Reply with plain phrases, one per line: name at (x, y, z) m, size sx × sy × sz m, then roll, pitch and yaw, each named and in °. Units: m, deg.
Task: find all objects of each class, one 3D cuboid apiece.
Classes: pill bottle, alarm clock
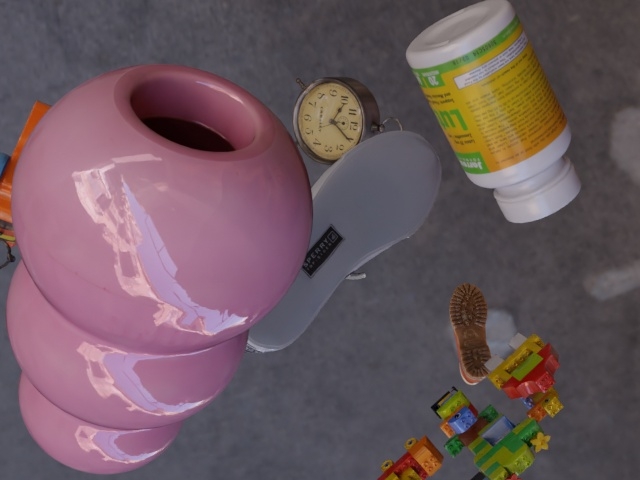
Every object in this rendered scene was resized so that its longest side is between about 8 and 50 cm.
pill bottle at (0.213, -0.148, 1.533) m, size 0.136 × 0.136 × 0.245 m, roll -25°, pitch 110°, yaw 14°
alarm clock at (0.042, -0.174, 1.912) m, size 0.064 × 0.192 × 0.129 m, roll -11°, pitch 111°, yaw -53°

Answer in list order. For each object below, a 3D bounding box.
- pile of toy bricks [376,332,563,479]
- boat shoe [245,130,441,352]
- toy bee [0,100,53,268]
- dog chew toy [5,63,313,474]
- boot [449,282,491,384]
pile of toy bricks at (0.163, 0.199, 1.216) m, size 0.212 × 0.105 × 0.118 m, roll -43°, pitch 115°, yaw -5°
boat shoe at (0.003, 0.003, 1.328) m, size 0.113 × 0.306 × 0.105 m, roll 46°, pitch 155°, yaw -14°
toy bee at (-0.488, -0.068, 2.019) m, size 0.298 × 0.195 × 0.162 m, roll -49°, pitch 177°, yaw -30°
dog chew toy at (-0.134, 0.040, 0.935) m, size 0.207 × 0.206 × 0.331 m, roll 4°, pitch 129°, yaw -25°
boot at (0.232, 0.149, 2.029) m, size 0.059 × 0.157 × 0.084 m, roll -4°, pitch 160°, yaw 0°
